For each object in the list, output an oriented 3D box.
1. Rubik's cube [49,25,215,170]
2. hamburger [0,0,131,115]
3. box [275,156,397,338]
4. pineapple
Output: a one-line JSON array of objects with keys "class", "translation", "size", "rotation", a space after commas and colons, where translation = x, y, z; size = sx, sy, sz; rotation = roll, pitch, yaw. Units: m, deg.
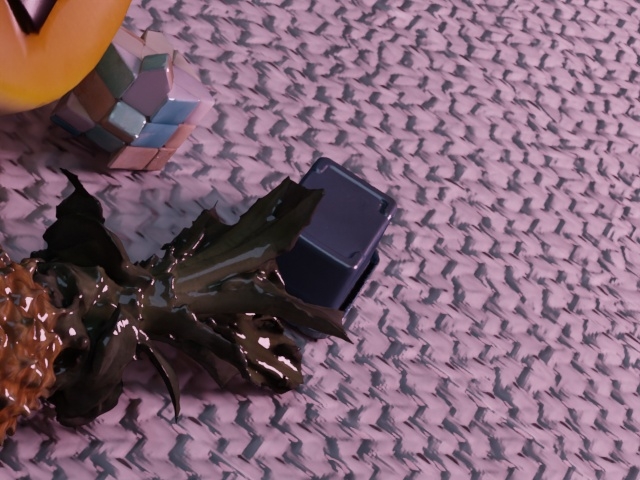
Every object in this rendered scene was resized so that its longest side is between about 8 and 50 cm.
[{"class": "Rubik's cube", "translation": [-0.116, -0.085, 0.863], "size": [0.084, 0.075, 0.073], "rotation": [36, 21, 27]}, {"class": "hamburger", "translation": [-0.214, -0.187, 0.753], "size": [0.179, 0.276, 0.294], "rotation": [6, 51, 25]}, {"class": "box", "translation": [0.000, 0.000, 0.869], "size": [0.074, 0.054, 0.099], "rotation": [35, 39, 0]}, {"class": "pineapple", "translation": [-0.107, 0.040, 0.716], "size": [0.277, 0.119, 0.130], "rotation": [-12, 38, -42]}]
